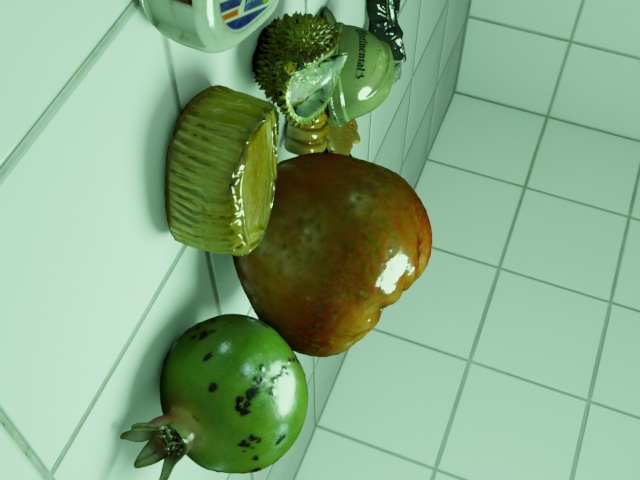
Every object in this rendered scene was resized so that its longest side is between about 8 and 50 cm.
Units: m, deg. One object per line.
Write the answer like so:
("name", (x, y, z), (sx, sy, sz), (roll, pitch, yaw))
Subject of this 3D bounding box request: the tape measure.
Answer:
("tape measure", (-0.132, -0.375, 1.057), (0.258, 0.130, 0.265), (-49, 159, -56))

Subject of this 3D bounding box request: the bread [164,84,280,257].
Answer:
("bread", (-0.150, -0.106, 1.313), (0.227, 0.142, 0.254), (-58, 158, -45))

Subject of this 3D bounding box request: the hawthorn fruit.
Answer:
("hawthorn fruit", (0.000, 0.000, 1.622), (0.403, 0.402, 0.403), (17, 90, -78))

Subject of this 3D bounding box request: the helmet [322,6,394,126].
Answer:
("helmet", (0.088, -0.375, 1.797), (0.204, 0.137, 0.258), (36, 50, -75))

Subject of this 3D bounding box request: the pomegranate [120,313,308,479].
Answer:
("pomegranate", (-0.168, 0.280, 1.477), (0.323, 0.290, 0.291), (-24, 131, -64))

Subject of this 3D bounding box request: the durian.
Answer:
("durian", (-0.053, -0.306, 1.467), (0.237, 0.137, 0.194), (-24, 136, -75))

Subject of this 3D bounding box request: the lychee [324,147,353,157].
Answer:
("lychee", (0.012, -0.181, 1.978), (0.123, 0.129, 0.123), (62, 5, -9))

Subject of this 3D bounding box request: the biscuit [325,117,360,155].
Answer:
("biscuit", (0.032, -0.280, 1.942), (0.162, 0.035, 0.250), (33, 48, -41))

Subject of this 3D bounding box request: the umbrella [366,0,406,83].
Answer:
("umbrella", (0.157, -0.547, 2.141), (0.358, 0.113, 0.106), (85, -2, -49))

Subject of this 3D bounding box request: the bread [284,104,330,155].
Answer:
("bread", (-0.024, -0.254, 1.798), (0.119, 0.084, 0.177), (-50, 150, -62))
